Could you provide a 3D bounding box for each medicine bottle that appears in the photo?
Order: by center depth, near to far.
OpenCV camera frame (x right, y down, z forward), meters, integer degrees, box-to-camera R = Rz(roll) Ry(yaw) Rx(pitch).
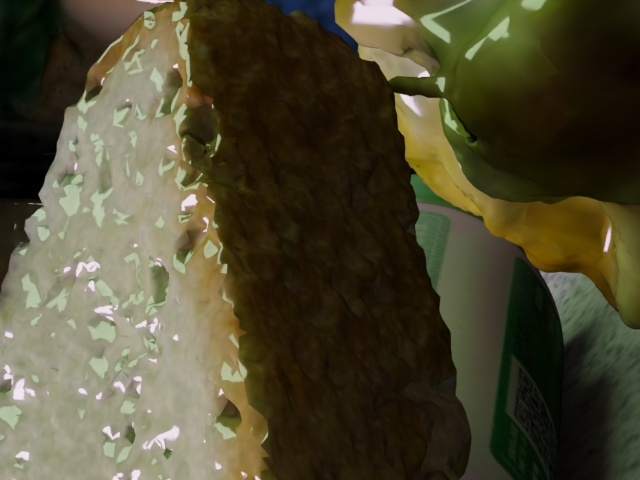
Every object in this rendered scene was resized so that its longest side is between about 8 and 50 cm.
[{"bbox_3d":[0.028,0.067,0.660,0.133,0.133,0.274,-45,10,23],"label":"medicine bottle"}]

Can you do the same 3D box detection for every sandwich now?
[{"bbox_3d":[-0.050,0.115,0.458,0.254,0.099,0.288,-39,55,39],"label":"sandwich"}]

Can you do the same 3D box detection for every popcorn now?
[{"bbox_3d":[0.123,-0.150,0.564,0.312,0.312,0.312,-47,8,9],"label":"popcorn"}]

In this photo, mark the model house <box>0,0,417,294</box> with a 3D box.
[{"bbox_3d":[-0.068,-0.069,1.048,0.334,0.342,0.382,72,-150,-60],"label":"model house"}]
